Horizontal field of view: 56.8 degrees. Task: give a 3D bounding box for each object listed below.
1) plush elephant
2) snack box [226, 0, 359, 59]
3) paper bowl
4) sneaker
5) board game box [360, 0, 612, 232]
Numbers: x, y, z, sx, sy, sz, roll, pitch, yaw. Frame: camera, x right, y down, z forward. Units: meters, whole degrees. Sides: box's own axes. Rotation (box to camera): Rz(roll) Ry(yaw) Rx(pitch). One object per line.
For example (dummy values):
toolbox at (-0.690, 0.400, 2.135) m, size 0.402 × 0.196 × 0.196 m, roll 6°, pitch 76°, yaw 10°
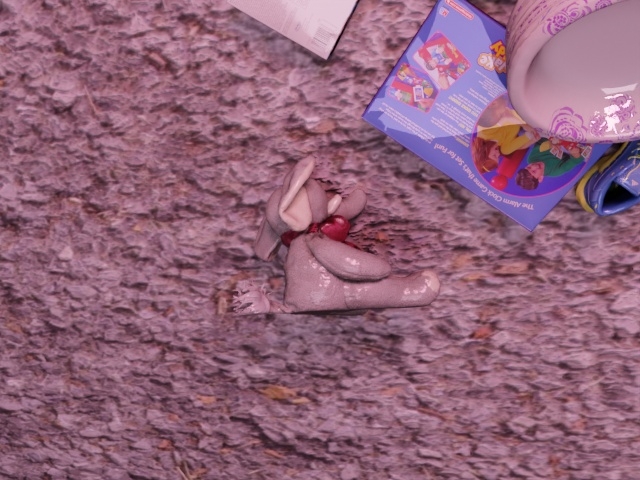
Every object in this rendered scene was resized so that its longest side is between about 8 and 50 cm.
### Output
plush elephant at (0.000, 0.000, 1.043) m, size 0.330 × 0.272 × 0.255 m, roll 1°, pitch 79°, yaw -23°
snack box at (0.007, -0.467, 0.900) m, size 0.187 × 0.060 × 0.322 m, roll 29°, pitch 117°, yaw -4°
paper bowl at (0.382, -0.260, 0.750) m, size 0.284 × 0.148 × 0.284 m, roll 5°, pitch 152°, yaw 3°
sneaker at (0.508, -0.123, 0.918) m, size 0.091 × 0.126 × 0.240 m, roll 33°, pitch 118°, yaw -5°
board game box at (0.275, -0.205, 0.957) m, size 0.347 × 0.078 × 0.233 m, roll 33°, pitch 117°, yaw -5°
